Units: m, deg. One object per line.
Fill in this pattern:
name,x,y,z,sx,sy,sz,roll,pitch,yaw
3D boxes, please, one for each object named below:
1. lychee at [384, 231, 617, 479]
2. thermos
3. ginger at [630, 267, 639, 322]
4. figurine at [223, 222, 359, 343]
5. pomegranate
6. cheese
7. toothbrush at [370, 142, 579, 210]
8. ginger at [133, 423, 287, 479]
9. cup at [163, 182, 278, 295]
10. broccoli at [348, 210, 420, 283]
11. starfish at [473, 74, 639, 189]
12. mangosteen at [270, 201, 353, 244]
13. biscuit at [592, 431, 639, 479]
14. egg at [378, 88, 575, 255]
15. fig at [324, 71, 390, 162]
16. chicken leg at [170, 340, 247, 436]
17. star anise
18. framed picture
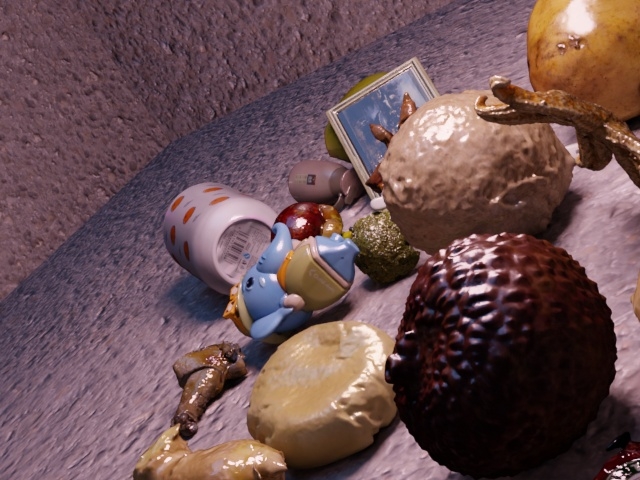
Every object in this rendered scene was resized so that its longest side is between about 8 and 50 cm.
lychee,0.192,0.124,1.055,0.260,0.261,0.260,-30,18,11
thermos,0.016,-0.113,2.226,0.193,0.105,0.137,7,69,54
ginger,0.510,-0.046,1.135,0.348,0.122,0.363,-18,32,19
figurine,-0.049,0.070,1.720,0.262,0.154,0.180,-42,49,11
pomegranate,0.486,-0.330,1.685,0.281,0.281,0.281,-30,18,11
cheese,0.008,0.212,1.352,0.226,0.117,0.214,-11,35,41
toothbrush,0.271,-0.107,1.688,0.386,0.040,0.040,-15,21,10
ginger,-0.152,0.325,1.290,0.267,0.152,0.138,-4,6,31
cup,-0.199,-0.003,2.099,0.212,0.212,0.317,-37,19,-11
broccoli,0.111,0.009,1.709,0.120,0.130,0.131,0,-28,-46
starfish,0.352,-0.130,1.299,0.094,0.375,0.327,-59,28,10
mangosteen,-0.003,0.001,1.901,0.181,0.156,0.146,-3,-6,3
biscuit,0.267,0.255,0.868,0.235,0.063,0.151,-36,29,-21
egg,0.237,-0.105,1.542,0.310,0.279,0.279,-19,14,-16
fig,0.127,-0.256,2.193,0.230,0.207,0.207,-32,16,-21
chicken leg,-0.204,0.244,1.696,0.125,0.080,0.196,7,43,45
star anise,0.179,-0.148,1.740,0.111,0.196,0.212,-98,27,-53
framed picture,0.159,-0.221,2.043,0.232,0.019,0.296,-32,60,9
